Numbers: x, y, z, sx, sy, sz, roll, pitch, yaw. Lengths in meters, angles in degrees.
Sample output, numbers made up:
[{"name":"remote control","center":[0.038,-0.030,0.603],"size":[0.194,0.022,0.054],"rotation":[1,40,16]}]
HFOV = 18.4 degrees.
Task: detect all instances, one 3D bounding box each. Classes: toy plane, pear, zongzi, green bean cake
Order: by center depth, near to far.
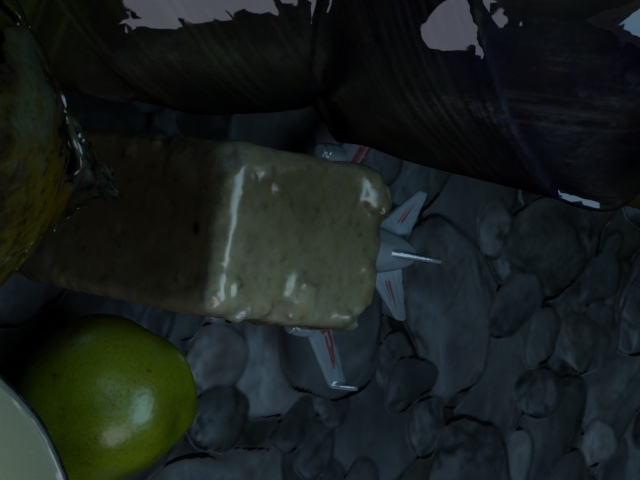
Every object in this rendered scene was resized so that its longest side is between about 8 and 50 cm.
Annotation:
[{"name":"green bean cake","center":[-0.064,-0.008,0.955],"size":[0.109,0.179,0.085],"rotation":[8,90,-45]},{"name":"pear","center":[-0.113,0.080,0.987],"size":[0.097,0.092,0.092],"rotation":[-17,108,-25]},{"name":"zongzi","center":[-0.028,-0.231,0.990],"size":[0.208,0.432,0.403],"rotation":[101,-7,-58]},{"name":"toy plane","center":[0.000,0.000,1.097],"size":[0.171,0.065,0.162],"rotation":[10,90,-42]}]

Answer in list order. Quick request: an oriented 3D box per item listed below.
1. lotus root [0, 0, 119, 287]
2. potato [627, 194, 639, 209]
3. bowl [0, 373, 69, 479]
[{"name":"lotus root","center":[-0.260,-0.051,0.735],"size":[0.397,0.179,0.196],"rotation":[3,62,-30]},{"name":"potato","center":[0.223,-0.120,1.203],"size":[0.266,0.229,0.229],"rotation":[50,55,-79]},{"name":"bowl","center":[-0.230,0.150,0.855],"size":[0.237,0.126,0.238],"rotation":[-7,101,-43]}]
